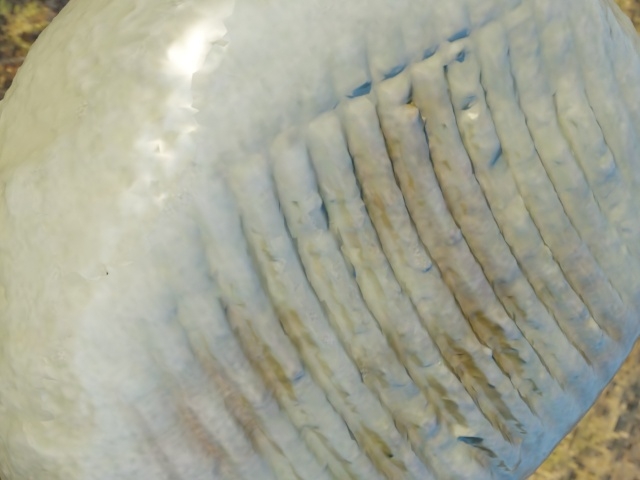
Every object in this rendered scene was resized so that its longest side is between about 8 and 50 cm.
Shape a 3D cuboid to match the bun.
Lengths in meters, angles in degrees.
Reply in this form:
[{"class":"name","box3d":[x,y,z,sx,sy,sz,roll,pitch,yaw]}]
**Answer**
[{"class":"bun","box3d":[0.000,0.000,0.584,0.362,0.211,0.362,-12,115,-27]}]
